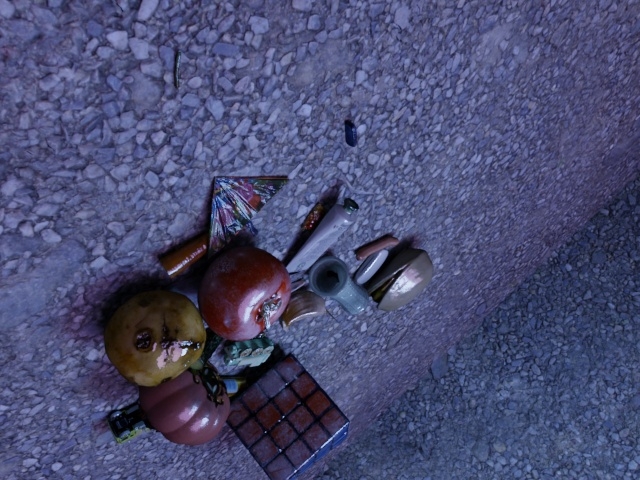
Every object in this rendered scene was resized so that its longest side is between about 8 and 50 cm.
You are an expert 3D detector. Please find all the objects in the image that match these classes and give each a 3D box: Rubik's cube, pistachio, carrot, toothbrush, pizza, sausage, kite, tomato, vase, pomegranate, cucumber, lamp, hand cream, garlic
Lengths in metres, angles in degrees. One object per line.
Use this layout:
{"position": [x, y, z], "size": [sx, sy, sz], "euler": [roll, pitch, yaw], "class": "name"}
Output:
{"position": [-0.125, 0.678, 2.213], "size": [0.344, 0.344, 0.337], "euler": [-35, 160, -15], "class": "Rubik's cube"}
{"position": [0.308, 0.150, 2.278], "size": [0.288, 0.166, 0.197], "euler": [-45, 162, 2], "class": "pistachio"}
{"position": [-0.323, 0.017, 1.574], "size": [0.209, 0.061, 0.061], "euler": [-36, 147, -17], "class": "carrot"}
{"position": [-0.203, 0.215, 1.944], "size": [0.375, 0.028, 0.037], "euler": [-28, 155, -22], "class": "toothbrush"}
{"position": [-0.004, -0.062, 1.841], "size": [0.100, 0.029, 0.099], "euler": [-51, 147, 14], "class": "pizza"}
{"position": [-0.369, 0.508, 2.060], "size": [0.371, 0.082, 0.082], "euler": [13, 118, -53], "class": "sausage"}
{"position": [-0.215, -0.095, 1.569], "size": [0.321, 0.016, 0.234], "euler": [-47, 136, -13], "class": "kite"}
{"position": [-0.220, 0.141, 1.659], "size": [0.270, 0.227, 0.270], "euler": [-44, 152, -31], "class": "tomato"}
{"position": [0.079, 0.170, 2.098], "size": [0.143, 0.143, 0.299], "euler": [-44, 150, 1], "class": "vase"}
{"position": [0.203, 0.024, 2.143], "size": [0.186, 0.043, 0.043], "euler": [-23, 142, -27], "class": "sausage"}
{"position": [-0.431, 0.251, 1.564], "size": [0.260, 0.260, 0.260], "euler": [-28, 144, -22], "class": "pomegranate"}
{"position": [-0.309, 0.274, 1.784], "size": [0.293, 0.067, 0.067], "euler": [-55, 170, -56], "class": "cucumber"}
{"position": [-0.415, 0.465, 1.765], "size": [0.239, 0.305, 0.305], "euler": [-36, 148, 10], "class": "lamp"}
{"position": [0.000, 0.000, 1.857], "size": [0.121, 0.076, 0.336], "euler": [-3, 141, -51], "class": "hand cream"}
{"position": [-0.049, 0.231, 2.016], "size": [0.198, 0.128, 0.090], "euler": [-4, 152, -23], "class": "garlic"}

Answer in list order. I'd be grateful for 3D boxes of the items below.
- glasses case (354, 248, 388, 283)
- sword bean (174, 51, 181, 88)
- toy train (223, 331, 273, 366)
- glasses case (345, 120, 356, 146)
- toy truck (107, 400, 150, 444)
{"position": [0.188, 0.093, 2.207], "size": [0.164, 0.041, 0.063], "euler": [-52, 145, 14], "class": "glasses case"}
{"position": [-0.293, -0.350, 1.226], "size": [0.012, 0.012, 0.083], "euler": [-18, 141, -33], "class": "sword bean"}
{"position": [-0.248, 0.380, 2.041], "size": [0.194, 0.081, 0.125], "euler": [3, 130, -50], "class": "toy train"}
{"position": [0.088, -0.297, 1.667], "size": [0.023, 0.033, 0.083], "euler": [-41, 149, -23], "class": "glasses case"}
{"position": [-0.576, 0.573, 1.908], "size": [0.191, 0.085, 0.116], "euler": [-24, 151, -30], "class": "toy truck"}
